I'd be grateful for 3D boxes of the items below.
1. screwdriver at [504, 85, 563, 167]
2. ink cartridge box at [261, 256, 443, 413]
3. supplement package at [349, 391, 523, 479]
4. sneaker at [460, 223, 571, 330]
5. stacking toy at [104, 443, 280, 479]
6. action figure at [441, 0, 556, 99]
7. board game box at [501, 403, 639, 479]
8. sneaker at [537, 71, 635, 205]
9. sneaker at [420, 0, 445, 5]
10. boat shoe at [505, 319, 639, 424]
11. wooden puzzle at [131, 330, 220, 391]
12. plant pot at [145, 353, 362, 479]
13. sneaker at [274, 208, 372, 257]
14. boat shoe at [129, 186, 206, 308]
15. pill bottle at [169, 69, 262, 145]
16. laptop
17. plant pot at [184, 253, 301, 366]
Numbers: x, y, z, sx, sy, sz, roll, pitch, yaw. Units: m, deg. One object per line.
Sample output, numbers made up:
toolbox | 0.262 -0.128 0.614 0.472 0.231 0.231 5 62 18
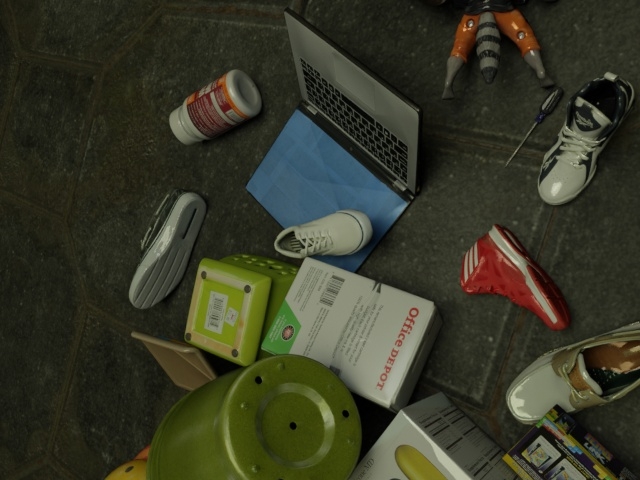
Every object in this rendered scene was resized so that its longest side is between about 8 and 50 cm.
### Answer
screwdriver | 0.395 -0.208 1.032 0.024 0.025 0.169 41 115 27
ink cartridge box | 0.064 0.184 1.089 0.289 0.121 0.211 20 74 28
supplement package | 0.220 0.441 0.968 0.263 0.198 0.199 42 107 28
sneaker | 0.343 0.090 1.007 0.128 0.087 0.221 -46 52 29
stacking toy | -0.341 0.550 1.139 0.351 0.480 0.350 -3 84 32
action figure | 0.354 -0.439 0.988 0.341 0.179 0.330 0 95 35
board game box | 0.400 0.372 0.887 0.170 0.048 0.141 46 134 26
sneaker | 0.431 -0.173 0.922 0.094 0.153 0.235 43 108 28
sneaker | 0.194 -0.558 1.091 0.123 0.106 0.290 -45 39 13
boat shoe | 0.434 0.217 0.912 0.302 0.103 0.113 -39 67 23
wooden puzzle | -0.311 0.298 1.310 0.221 0.238 0.044 6 48 38
plant pot | -0.101 0.376 1.001 0.366 0.367 0.353 64 146 20
sneaker | 0.000 0.000 1.143 0.258 0.091 0.094 -16 95 52
boat shoe | -0.414 0.017 1.465 0.119 0.121 0.335 29 90 38
pill bottle | -0.266 -0.326 1.388 0.221 0.121 0.121 -20 75 29
laptop | -0.007 -0.176 1.154 0.236 0.408 0.382 -39 63 -13
plant pot | -0.162 0.154 1.229 0.227 0.207 0.228 14 94 32
